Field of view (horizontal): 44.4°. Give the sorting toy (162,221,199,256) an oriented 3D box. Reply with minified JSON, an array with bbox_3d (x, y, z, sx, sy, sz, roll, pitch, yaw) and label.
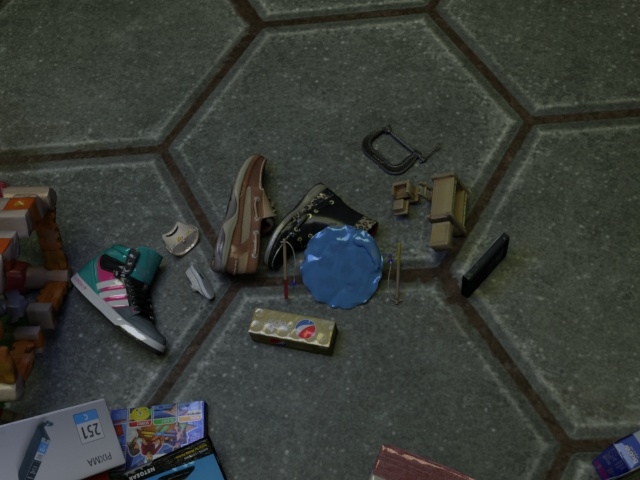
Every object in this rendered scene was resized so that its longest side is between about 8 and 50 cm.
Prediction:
[{"bbox_3d":[-0.332,-0.008,1.836,0.083,0.045,0.075,-42,57,-14],"label":"sorting toy"}]

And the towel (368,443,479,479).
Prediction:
[{"bbox_3d":[0.164,0.561,1.406,0.237,0.037,0.329,21,82,8],"label":"towel"}]

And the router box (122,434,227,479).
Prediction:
[{"bbox_3d":[-0.276,0.480,1.532,0.178,0.046,0.133,-23,87,-3],"label":"router box"}]

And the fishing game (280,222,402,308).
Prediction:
[{"bbox_3d":[0.046,0.055,1.714,0.263,0.041,0.189,-2,98,7],"label":"fishing game"}]

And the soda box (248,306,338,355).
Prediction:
[{"bbox_3d":[-0.058,0.195,1.676,0.181,0.058,0.061,9,64,12],"label":"soda box"}]

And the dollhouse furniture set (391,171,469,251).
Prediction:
[{"bbox_3d":[0.239,-0.041,1.761,0.160,0.101,0.182,-8,59,32],"label":"dollhouse furniture set"}]

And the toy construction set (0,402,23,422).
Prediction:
[{"bbox_3d":[-0.610,0.457,1.567,0.257,0.237,0.309,-44,40,20],"label":"toy construction set"}]

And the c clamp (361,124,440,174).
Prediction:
[{"bbox_3d":[0.185,-0.225,1.890,0.160,0.022,0.137,38,78,22],"label":"c clamp"}]

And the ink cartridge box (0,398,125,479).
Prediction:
[{"bbox_3d":[-0.485,0.449,1.439,0.066,0.296,0.261,-27,78,29],"label":"ink cartridge box"}]

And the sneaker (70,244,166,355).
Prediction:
[{"bbox_3d":[-0.404,0.109,1.741,0.295,0.124,0.178,37,82,25],"label":"sneaker"}]

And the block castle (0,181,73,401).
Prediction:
[{"bbox_3d":[-0.682,0.094,1.598,0.212,0.303,0.453,-1,33,0],"label":"block castle"}]

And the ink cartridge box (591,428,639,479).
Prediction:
[{"bbox_3d":[0.613,0.362,1.417,0.311,0.186,0.065,-27,64,-6],"label":"ink cartridge box"}]

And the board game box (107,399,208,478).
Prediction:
[{"bbox_3d":[-0.333,0.409,1.613,0.201,0.035,0.136,-7,61,5],"label":"board game box"}]

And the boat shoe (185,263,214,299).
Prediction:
[{"bbox_3d":[-0.276,0.100,1.775,0.035,0.035,0.100,-43,65,16],"label":"boat shoe"}]

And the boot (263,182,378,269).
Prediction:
[{"bbox_3d":[0.000,-0.001,1.759,0.178,0.085,0.236,32,72,19],"label":"boot"}]

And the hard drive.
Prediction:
[{"bbox_3d":[0.351,0.054,1.671,0.022,0.094,0.135,38,73,23],"label":"hard drive"}]

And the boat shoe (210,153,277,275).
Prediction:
[{"bbox_3d":[-0.160,-0.055,1.801,0.116,0.123,0.325,15,60,-5],"label":"boat shoe"}]
